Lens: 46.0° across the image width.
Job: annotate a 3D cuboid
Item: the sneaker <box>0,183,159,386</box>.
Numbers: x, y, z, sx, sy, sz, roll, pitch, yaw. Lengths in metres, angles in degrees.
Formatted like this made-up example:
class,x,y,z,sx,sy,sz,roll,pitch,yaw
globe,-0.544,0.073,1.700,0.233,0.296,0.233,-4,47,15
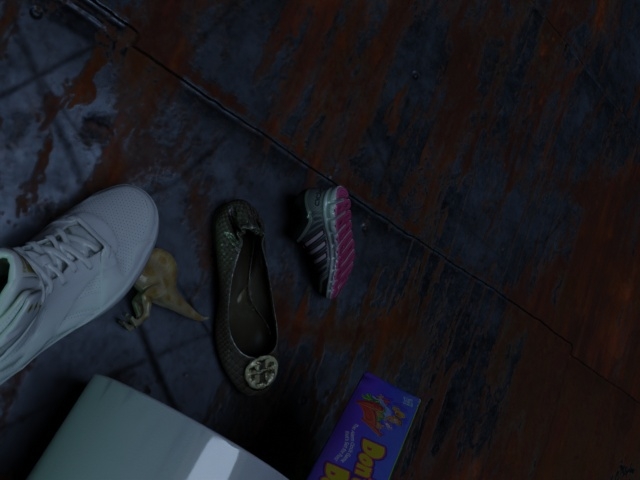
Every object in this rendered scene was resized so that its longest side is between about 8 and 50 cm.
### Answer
class,x,y,z,sx,sy,sz,roll,pitch,yaw
sneaker,-0.255,0.032,0.708,0.108,0.169,0.292,41,64,0

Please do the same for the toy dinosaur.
class,x,y,z,sx,sy,sz,roll,pitch,yaw
toy dinosaur,-0.191,0.057,0.851,0.183,0.053,0.093,52,59,-27

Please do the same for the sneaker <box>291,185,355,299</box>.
class,x,y,z,sx,sy,sz,roll,pitch,yaw
sneaker,0.000,0.000,1.004,0.063,0.074,0.170,-48,143,-47

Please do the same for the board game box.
class,x,y,z,sx,sy,sz,roll,pitch,yaw
board game box,-0.009,0.339,0.825,0.347,0.078,0.233,-51,165,-55

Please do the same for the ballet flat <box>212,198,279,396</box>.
class,x,y,z,sx,sy,sz,roll,pitch,yaw
ballet flat,-0.087,0.073,0.932,0.084,0.058,0.250,-8,96,-38

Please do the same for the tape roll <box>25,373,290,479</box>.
class,x,y,z,sx,sy,sz,roll,pitch,yaw
tape roll,-0.166,0.265,0.753,0.246,0.246,0.169,44,66,-31
